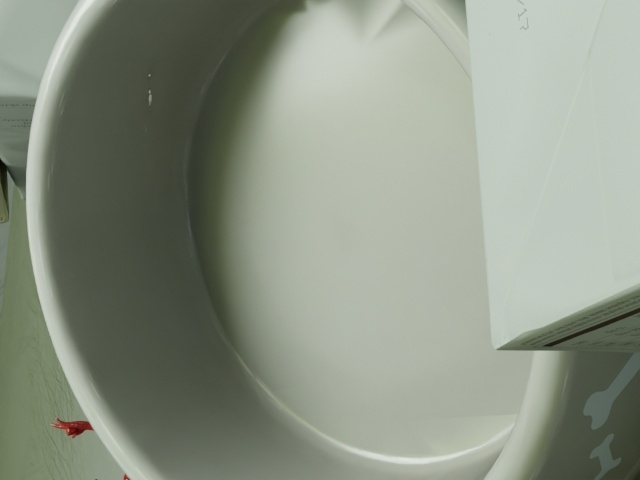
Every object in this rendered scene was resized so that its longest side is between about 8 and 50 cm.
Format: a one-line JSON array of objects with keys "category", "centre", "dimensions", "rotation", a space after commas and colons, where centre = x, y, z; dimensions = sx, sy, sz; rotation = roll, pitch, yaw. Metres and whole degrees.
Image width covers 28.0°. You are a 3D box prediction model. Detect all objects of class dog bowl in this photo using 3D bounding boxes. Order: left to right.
[{"category": "dog bowl", "centre": [0.000, 0.000, 0.594], "dimensions": [0.348, 0.102, 0.349], "rotation": [11, 108, 35]}]

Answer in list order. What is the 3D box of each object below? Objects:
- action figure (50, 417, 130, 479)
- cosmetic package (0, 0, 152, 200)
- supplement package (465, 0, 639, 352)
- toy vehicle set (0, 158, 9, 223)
[{"category": "action figure", "centre": [-0.176, 0.194, 1.223], "dimensions": [0.280, 0.139, 0.091], "rotation": [127, 143, -59]}, {"category": "cosmetic package", "centre": [-0.121, -0.124, 0.914], "dimensions": [0.385, 0.217, 0.156], "rotation": [147, 125, -79]}, {"category": "supplement package", "centre": [0.152, -0.111, 0.397], "dimensions": [0.204, 0.145, 0.262], "rotation": [143, 128, -63]}, {"category": "toy vehicle set", "centre": [-0.269, -0.163, 0.967], "dimensions": [0.166, 0.035, 0.267], "rotation": [94, 166, -51]}]
